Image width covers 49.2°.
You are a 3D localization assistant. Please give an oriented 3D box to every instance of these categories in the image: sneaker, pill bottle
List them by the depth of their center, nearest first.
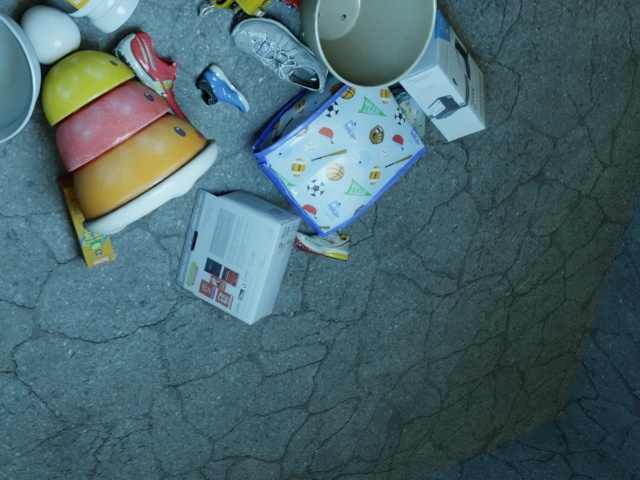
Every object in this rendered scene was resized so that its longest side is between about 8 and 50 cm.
[{"bbox_3d":[-0.510,-0.557,1.410,0.162,0.162,0.278,-53,133,2],"label":"pill bottle"},{"bbox_3d":[-0.374,-0.373,1.665,0.118,0.107,0.279,-51,139,-19],"label":"sneaker"},{"bbox_3d":[-0.092,-0.465,1.762,0.281,0.115,0.105,19,130,-27],"label":"sneaker"},{"bbox_3d":[-0.252,-0.364,1.779,0.084,0.058,0.152,-49,129,-9],"label":"sneaker"},{"bbox_3d":[0.000,0.000,2.178,0.225,0.088,0.092,14,87,-40],"label":"sneaker"}]

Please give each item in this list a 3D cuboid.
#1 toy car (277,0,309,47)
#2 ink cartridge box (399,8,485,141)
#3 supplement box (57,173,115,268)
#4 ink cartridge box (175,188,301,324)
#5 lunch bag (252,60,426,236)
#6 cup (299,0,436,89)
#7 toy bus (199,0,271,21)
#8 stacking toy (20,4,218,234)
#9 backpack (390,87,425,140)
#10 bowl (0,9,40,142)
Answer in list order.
[{"bbox_3d":[-0.028,-0.583,1.815,0.239,0.053,0.225,-18,126,-26],"label":"toy car"},{"bbox_3d":[0.358,-0.473,2.032,0.307,0.129,0.223,38,47,-43],"label":"ink cartridge box"},{"bbox_3d":[-0.574,-0.050,1.726,0.078,0.080,0.233,-22,128,-23],"label":"supplement box"},{"bbox_3d":[-0.235,0.030,1.951,0.130,0.272,0.309,-24,136,-63],"label":"ink cartridge box"},{"bbox_3d":[0.036,-0.248,1.907,0.385,0.239,0.328,-47,118,-13],"label":"lunch bag"},{"bbox_3d":[0.078,-0.556,1.698,0.331,0.237,0.331,-14,120,-26],"label":"cup"},{"bbox_3d":[-0.166,-0.571,1.629,0.191,0.202,0.104,-40,92,-22],"label":"toy bus"},{"bbox_3d":[-0.480,-0.285,1.513,0.350,0.350,0.480,-36,109,-13],"label":"stacking toy"},{"bbox_3d":[0.251,-0.365,2.104,0.152,0.115,0.182,-15,121,-25],"label":"backpack"},{"bbox_3d":[-0.679,-0.348,1.394,0.298,0.134,0.298,3,117,7],"label":"bowl"}]
